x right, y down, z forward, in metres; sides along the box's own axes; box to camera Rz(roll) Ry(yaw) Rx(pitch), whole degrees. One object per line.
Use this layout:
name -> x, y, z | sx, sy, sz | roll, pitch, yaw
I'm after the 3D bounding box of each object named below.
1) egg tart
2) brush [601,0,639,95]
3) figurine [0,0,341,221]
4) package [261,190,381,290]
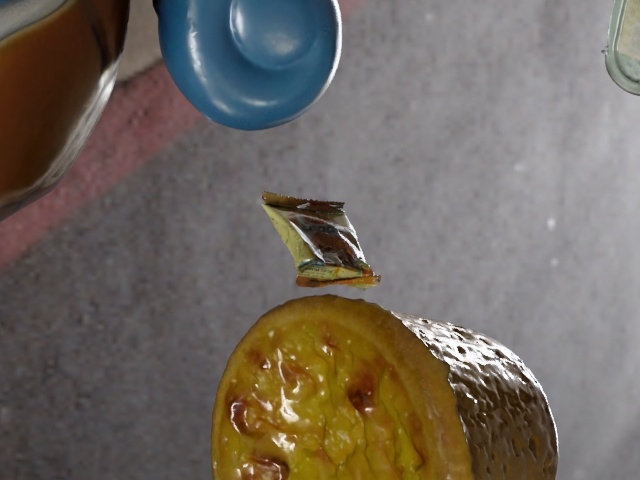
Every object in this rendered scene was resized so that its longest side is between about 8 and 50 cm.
egg tart -> 0.050, 0.126, 0.982 | 0.147, 0.202, 0.203 | -4, 96, -46
brush -> 0.265, -0.243, 1.135 | 0.060, 0.068, 0.297 | -15, 127, -39
figurine -> -0.202, -0.103, 0.865 | 0.416, 0.298, 0.243 | -29, 115, -12
package -> 0.001, 0.002, 1.673 | 0.108, 0.031, 0.121 | 7, 44, -37
